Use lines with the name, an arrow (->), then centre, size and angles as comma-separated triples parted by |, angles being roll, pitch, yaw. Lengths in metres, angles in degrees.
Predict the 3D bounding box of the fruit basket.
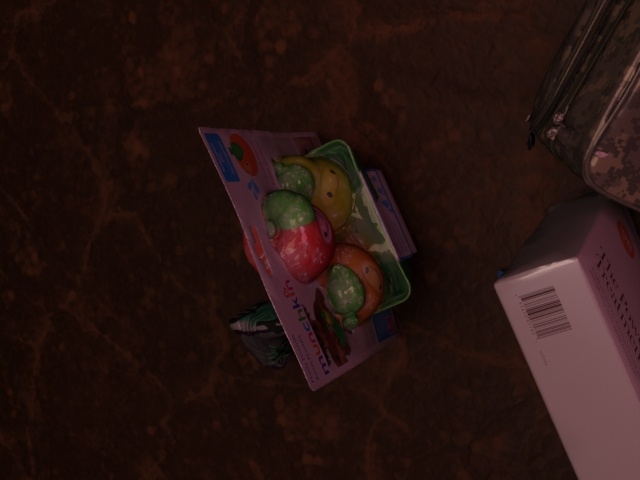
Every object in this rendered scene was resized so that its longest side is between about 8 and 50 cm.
fruit basket -> 0.000, 0.000, 1.203 | 0.166, 0.353, 0.326 | -25, 85, 16

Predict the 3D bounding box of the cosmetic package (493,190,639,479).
cosmetic package -> 0.335, 0.155, 1.036 | 0.098, 0.284, 0.377 | -21, 98, 27

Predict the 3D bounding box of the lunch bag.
lunch bag -> 0.368, -0.191, 1.031 | 0.213, 0.256, 0.305 | 19, 111, -16

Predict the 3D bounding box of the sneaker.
sneaker -> -0.060, 0.140, 1.378 | 0.098, 0.083, 0.224 | 61, 162, -5

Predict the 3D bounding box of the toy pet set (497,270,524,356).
toy pet set -> 0.301, 0.083, 1.223 | 0.114, 0.065, 0.122 | -25, 81, 66
